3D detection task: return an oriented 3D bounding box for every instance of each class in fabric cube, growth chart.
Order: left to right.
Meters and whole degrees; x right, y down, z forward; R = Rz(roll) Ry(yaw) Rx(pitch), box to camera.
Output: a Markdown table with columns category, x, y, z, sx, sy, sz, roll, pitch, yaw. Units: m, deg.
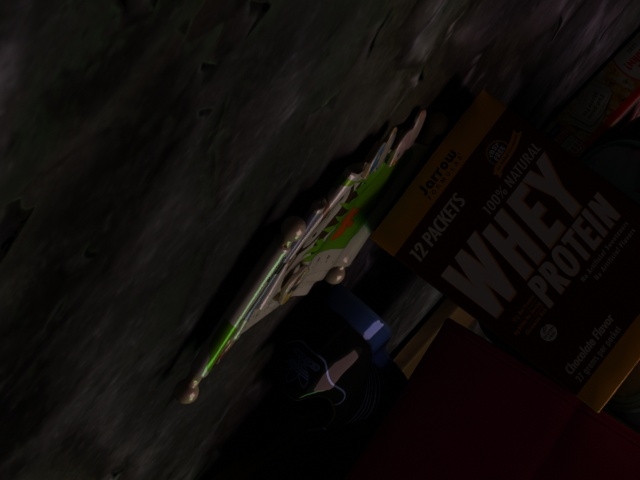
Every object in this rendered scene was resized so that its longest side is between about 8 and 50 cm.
| category | x | y | z | sx | sy | sz | roll | pitch | yaw |
| --- | --- | --- | --- | --- | --- | --- | --- | --- | --- |
| growth chart | 0.000 | 0.000 | 1.242 | 0.172 | 0.021 | 0.237 | -57 | 169 | 31 |
| fabric cube | 0.157 | 0.251 | 1.538 | 0.258 | 0.259 | 0.254 | -57 | 162 | -4 |

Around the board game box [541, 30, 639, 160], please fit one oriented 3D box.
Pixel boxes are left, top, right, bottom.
| category | x | y | z | sx | sy | sz | roll | pitch | yaw |
| --- | --- | --- | --- | --- | --- | --- | --- | --- | --- |
| board game box | 0.258 | -0.107 | 1.810 | 0.193 | 0.045 | 0.147 | -45 | 167 | -26 |

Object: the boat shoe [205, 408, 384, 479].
| category | x | y | z | sx | sy | sz | roll | pitch | yaw |
| --- | --- | --- | --- | --- | --- | --- | --- | --- | --- |
| boat shoe | -0.045 | 0.236 | 1.570 | 0.341 | 0.110 | 0.122 | -43 | 166 | -33 |

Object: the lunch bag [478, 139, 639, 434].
| category | x | y | z | sx | sy | sz | roll | pitch | yaw |
| --- | --- | --- | --- | --- | --- | --- | --- | --- | --- |
| lunch bag | 0.263 | 0.033 | 1.563 | 0.224 | 0.108 | 0.279 | -56 | -150 | -2 |

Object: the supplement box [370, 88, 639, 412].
| category | x | y | z | sx | sy | sz | roll | pitch | yaw |
| --- | --- | --- | --- | --- | --- | --- | --- | --- | --- |
| supplement box | 0.155 | 0.008 | 1.369 | 0.129 | 0.194 | 0.191 | -53 | 175 | 3 |

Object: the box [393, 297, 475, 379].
| category | x | y | z | sx | sy | sz | roll | pitch | yaw |
| --- | --- | --- | --- | --- | --- | --- | --- | --- | --- |
| box | 0.132 | 0.085 | 1.985 | 0.201 | 0.021 | 0.164 | -46 | 167 | -19 |

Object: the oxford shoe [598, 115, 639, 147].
| category | x | y | z | sx | sy | sz | roll | pitch | yaw |
| --- | --- | --- | --- | --- | --- | --- | --- | --- | --- |
| oxford shoe | 0.304 | -0.068 | 1.786 | 0.096 | 0.083 | 0.227 | -55 | 167 | 14 |

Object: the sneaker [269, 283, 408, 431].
| category | x | y | z | sx | sy | sz | roll | pitch | yaw |
| --- | --- | --- | --- | --- | --- | --- | --- | --- | --- |
| sneaker | 0.008 | 0.105 | 1.465 | 0.090 | 0.081 | 0.232 | -46 | 161 | -9 |
